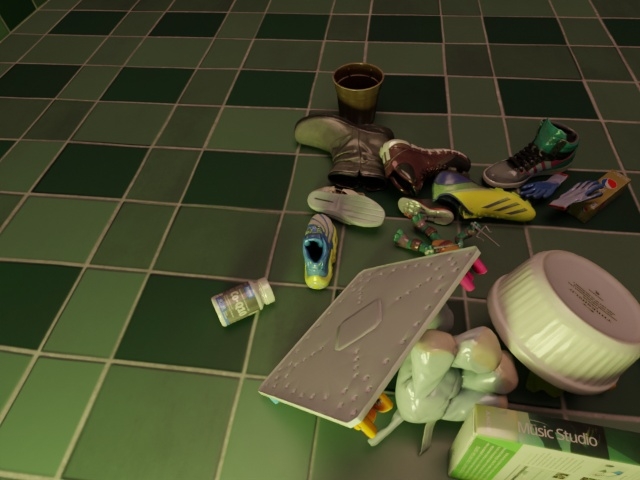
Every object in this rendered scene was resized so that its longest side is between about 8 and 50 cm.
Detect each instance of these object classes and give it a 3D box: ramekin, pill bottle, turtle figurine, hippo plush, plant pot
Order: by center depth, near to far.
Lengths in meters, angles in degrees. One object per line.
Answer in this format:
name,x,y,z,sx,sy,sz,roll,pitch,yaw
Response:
ramekin,0.466,0.136,0.813,0.273,0.127,0.272,15,41,-13
hippo plush,0.239,0.243,0.894,0.235,0.294,0.236,15,25,-10
pill bottle,-0.185,0.144,1.051,0.137,0.078,0.078,-24,54,-15
turtle figurine,0.312,0.015,1.103,0.175,0.118,0.234,-25,38,-34
plant pot,0.127,-0.484,1.476,0.167,0.165,0.166,-2,52,3

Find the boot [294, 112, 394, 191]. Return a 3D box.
boot,0.053,-0.271,1.351,0.339,0.118,0.222,9,58,15

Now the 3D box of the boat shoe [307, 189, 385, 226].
boat shoe,0.077,-0.089,1.221,0.226,0.076,0.083,21,81,19

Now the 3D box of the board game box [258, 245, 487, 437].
board game box,0.088,0.181,0.856,0.050,0.390,0.390,50,62,-10

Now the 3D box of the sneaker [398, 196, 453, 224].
sneaker,0.298,-0.091,1.232,0.158,0.061,0.064,20,43,7

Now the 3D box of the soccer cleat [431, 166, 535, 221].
soccer cleat,0.439,-0.098,1.194,0.289,0.093,0.121,22,78,0

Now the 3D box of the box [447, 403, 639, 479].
box,0.399,0.373,0.739,0.322,0.232,0.058,7,48,8

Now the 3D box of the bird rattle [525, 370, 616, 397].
bird rattle,0.532,0.223,0.952,0.207,0.143,0.253,21,42,4

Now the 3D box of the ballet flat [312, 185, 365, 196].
ballet flat,0.053,-0.135,1.275,0.168,0.052,0.057,12,53,12

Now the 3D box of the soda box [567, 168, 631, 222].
soda box,0.780,-0.125,1.221,0.181,0.061,0.058,-31,56,-19

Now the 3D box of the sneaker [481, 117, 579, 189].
sneaker,0.621,-0.257,1.259,0.296,0.178,0.123,-18,53,-11

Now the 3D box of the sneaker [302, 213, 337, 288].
sneaker,0.000,0.000,1.124,0.091,0.126,0.240,-2,52,1

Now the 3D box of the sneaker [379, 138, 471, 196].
sneaker,0.305,-0.186,1.259,0.282,0.106,0.162,8,59,-9

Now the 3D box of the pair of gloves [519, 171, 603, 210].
pair of gloves,0.669,-0.141,1.212,0.159,0.023,0.198,-29,29,-15
